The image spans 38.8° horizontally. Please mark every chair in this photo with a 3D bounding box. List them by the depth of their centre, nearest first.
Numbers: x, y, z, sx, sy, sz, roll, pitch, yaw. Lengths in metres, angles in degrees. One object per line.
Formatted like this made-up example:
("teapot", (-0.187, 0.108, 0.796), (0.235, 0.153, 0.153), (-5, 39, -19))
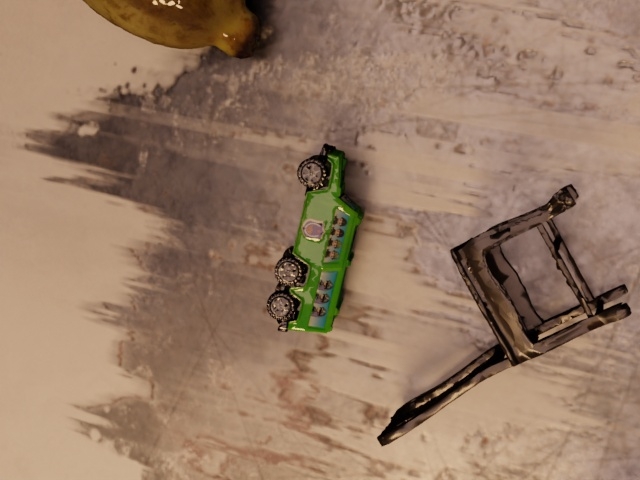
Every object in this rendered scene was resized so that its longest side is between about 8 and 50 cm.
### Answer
("chair", (0.122, 0.061, 0.723), (0.229, 0.106, 0.113), (-30, 85, 18))

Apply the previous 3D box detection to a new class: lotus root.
("lotus root", (-0.137, -0.239, 0.786), (0.214, 0.138, 0.138), (37, 105, 2))

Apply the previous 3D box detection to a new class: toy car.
("toy car", (0.000, 0.000, 0.782), (0.063, 0.071, 0.165), (14, 98, 2))
